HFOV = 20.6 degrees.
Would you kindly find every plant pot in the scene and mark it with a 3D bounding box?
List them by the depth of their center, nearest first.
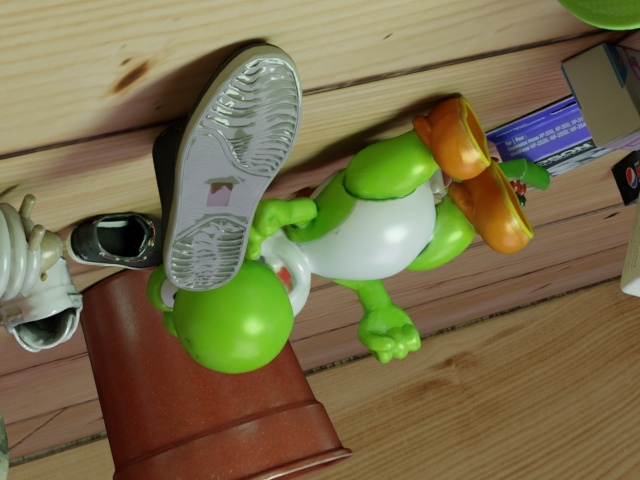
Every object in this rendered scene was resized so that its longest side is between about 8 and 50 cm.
[{"bbox_3d":[-0.133,0.157,1.941,0.272,0.265,0.272,-19,171,-3],"label":"plant pot"}]

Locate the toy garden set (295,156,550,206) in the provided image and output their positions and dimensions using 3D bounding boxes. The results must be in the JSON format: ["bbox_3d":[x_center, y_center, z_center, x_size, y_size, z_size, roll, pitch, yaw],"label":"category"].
[{"bbox_3d":[0.103,-0.037,1.852,0.244,0.049,0.204,-12,170,20],"label":"toy garden set"}]

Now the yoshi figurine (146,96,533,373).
[{"bbox_3d":[0.006,0.022,1.630,0.362,0.204,0.203,-25,168,12],"label":"yoshi figurine"}]

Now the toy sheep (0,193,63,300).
[{"bbox_3d":[-0.265,0.008,1.374,0.132,0.091,0.091,1,162,-27],"label":"toy sheep"}]

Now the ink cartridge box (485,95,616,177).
[{"bbox_3d":[0.299,-0.126,1.897,0.206,0.045,0.208,-23,169,23],"label":"ink cartridge box"}]

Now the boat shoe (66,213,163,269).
[{"bbox_3d":[-0.171,0.000,1.618,0.042,0.049,0.133,-17,170,39],"label":"boat shoe"}]

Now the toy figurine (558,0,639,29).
[{"bbox_3d":[0.145,-0.207,0.956,0.159,0.130,0.173,7,132,-50],"label":"toy figurine"}]

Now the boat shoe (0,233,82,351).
[{"bbox_3d":[-0.272,0.064,1.668,0.095,0.084,0.258,-19,171,-8],"label":"boat shoe"}]

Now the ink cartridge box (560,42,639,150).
[{"bbox_3d":[0.286,-0.135,1.673,0.052,0.088,0.122,-27,169,24],"label":"ink cartridge box"}]

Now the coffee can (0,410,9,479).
[{"bbox_3d":[-0.490,0.231,1.808,0.275,0.202,0.201,-23,170,20],"label":"coffee can"}]

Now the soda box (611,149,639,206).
[{"bbox_3d":[0.444,-0.097,2.320,0.053,0.060,0.169,-16,171,-16],"label":"soda box"}]

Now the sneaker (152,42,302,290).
[{"bbox_3d":[-0.082,-0.079,1.309,0.083,0.118,0.222,5,132,-23],"label":"sneaker"}]

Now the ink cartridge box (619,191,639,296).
[{"bbox_3d":[0.364,-0.071,1.445,0.119,0.207,0.353,15,167,-3],"label":"ink cartridge box"}]
